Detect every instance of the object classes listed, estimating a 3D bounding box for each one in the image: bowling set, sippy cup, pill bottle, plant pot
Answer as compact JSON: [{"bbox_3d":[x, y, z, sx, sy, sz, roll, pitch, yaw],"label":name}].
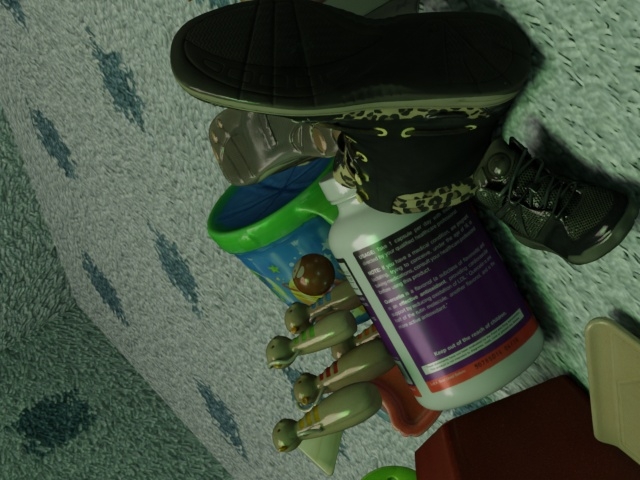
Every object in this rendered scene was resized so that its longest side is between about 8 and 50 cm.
[{"bbox_3d":[-0.005,0.116,2.139,0.200,0.154,0.287,59,-156,-10],"label":"bowling set"},{"bbox_3d":[0.000,0.000,2.314,0.224,0.240,0.305,53,-162,-21],"label":"sippy cup"},{"bbox_3d":[0.131,0.037,2.077,0.323,0.181,0.181,61,161,-8],"label":"pill bottle"},{"bbox_3d":[0.262,0.323,2.126,0.267,0.267,0.236,117,132,-68],"label":"plant pot"}]

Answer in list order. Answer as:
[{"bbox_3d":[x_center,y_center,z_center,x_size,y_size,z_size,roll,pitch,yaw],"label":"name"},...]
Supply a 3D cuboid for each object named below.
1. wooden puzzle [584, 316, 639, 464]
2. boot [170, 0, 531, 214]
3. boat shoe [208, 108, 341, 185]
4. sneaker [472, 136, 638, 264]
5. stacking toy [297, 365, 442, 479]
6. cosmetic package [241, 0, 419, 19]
[{"bbox_3d":[0.404,0.210,1.899,0.238,0.044,0.221,35,151,39],"label":"wooden puzzle"},{"bbox_3d":[0.032,-0.141,1.859,0.284,0.377,0.138,88,180,-65],"label":"boot"},{"bbox_3d":[0.001,-0.170,2.153,0.355,0.130,0.132,-15,94,48],"label":"boat shoe"},{"bbox_3d":[0.239,-0.044,1.786,0.130,0.087,0.227,37,173,-22],"label":"sneaker"},{"bbox_3d":[0.125,0.300,2.382,0.309,0.279,0.130,52,171,12],"label":"stacking toy"},{"bbox_3d":[-0.026,-0.329,1.971,0.296,0.129,0.153,49,158,21],"label":"cosmetic package"}]
